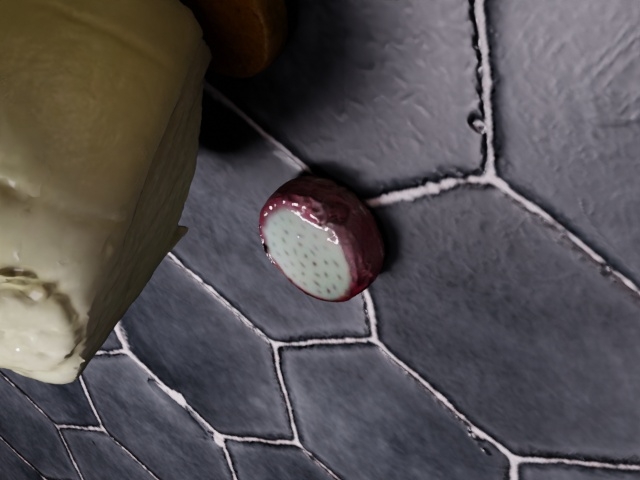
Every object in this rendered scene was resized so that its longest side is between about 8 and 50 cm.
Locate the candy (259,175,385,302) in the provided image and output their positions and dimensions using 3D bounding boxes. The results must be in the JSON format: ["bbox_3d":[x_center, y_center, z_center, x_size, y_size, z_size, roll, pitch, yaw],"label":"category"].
[{"bbox_3d":[0.000,0.000,0.829,0.103,0.043,0.103,29,143,24],"label":"candy"}]

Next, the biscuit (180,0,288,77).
[{"bbox_3d":[-0.114,-0.205,0.736,0.236,0.039,0.180,45,153,1],"label":"biscuit"}]

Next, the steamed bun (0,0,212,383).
[{"bbox_3d":[-0.225,-0.074,0.727,0.290,0.273,0.272,9,136,-6],"label":"steamed bun"}]
